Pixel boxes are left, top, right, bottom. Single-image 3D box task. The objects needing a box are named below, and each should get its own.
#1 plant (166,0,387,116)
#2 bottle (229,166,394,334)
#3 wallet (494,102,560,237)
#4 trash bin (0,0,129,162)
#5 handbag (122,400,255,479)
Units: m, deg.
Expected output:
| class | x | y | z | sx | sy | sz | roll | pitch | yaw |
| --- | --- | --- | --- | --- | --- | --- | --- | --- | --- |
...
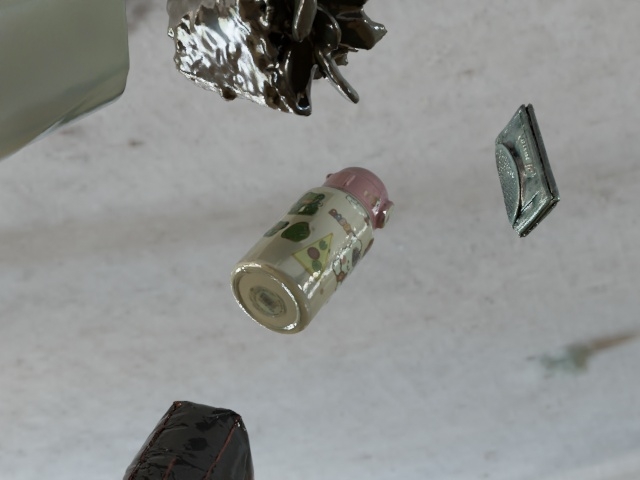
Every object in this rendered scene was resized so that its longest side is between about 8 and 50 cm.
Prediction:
| class | x | y | z | sx | sy | sz | roll | pitch | yaw |
| --- | --- | --- | --- | --- | --- | --- | --- | --- | --- |
| plant | -0.045 | -0.267 | 1.656 | 0.276 | 0.198 | 0.188 | 8 | -149 | 43 |
| bottle | 0.000 | 0.000 | 1.712 | 0.253 | 0.120 | 0.120 | -48 | -176 | -38 |
| wallet | 0.224 | -0.078 | 1.507 | 0.026 | 0.129 | 0.088 | 1 | 150 | -22 |
| trash bin | -0.310 | -0.171 | 1.184 | 0.219 | 0.219 | 0.250 | 13 | -153 | 29 |
| handbag | -0.159 | 0.324 | 1.597 | 0.155 | 0.169 | 0.215 | 6 | 120 | 11 |
